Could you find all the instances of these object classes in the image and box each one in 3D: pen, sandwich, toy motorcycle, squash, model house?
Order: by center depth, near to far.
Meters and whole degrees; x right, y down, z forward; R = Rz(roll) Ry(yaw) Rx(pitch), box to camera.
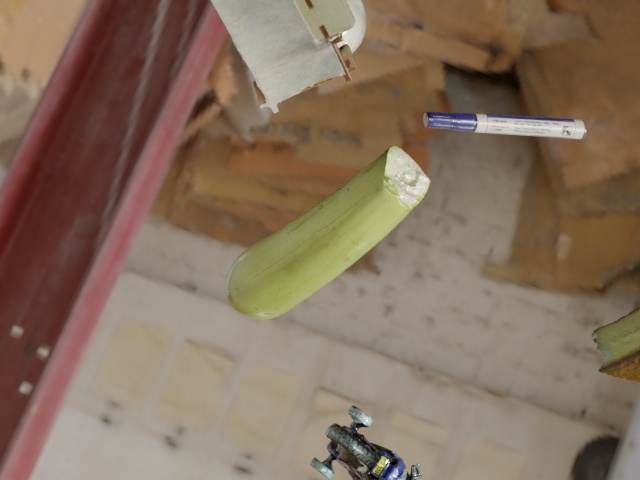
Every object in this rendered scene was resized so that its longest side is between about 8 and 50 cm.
[{"bbox_3d":[0.000,0.000,1.516,0.250,0.083,0.083,-37,129,23],"label":"squash"},{"bbox_3d":[0.443,0.100,1.679,0.258,0.094,0.096,-27,114,16],"label":"sandwich"},{"bbox_3d":[-0.073,-0.350,1.689,0.326,0.169,0.244,59,-172,-42],"label":"model house"},{"bbox_3d":[0.220,-0.139,1.760,0.204,0.025,0.025,3,169,-16],"label":"pen"},{"bbox_3d":[0.083,0.347,2.252,0.169,0.113,0.315,36,172,11],"label":"toy motorcycle"}]

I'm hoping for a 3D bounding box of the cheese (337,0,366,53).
[{"bbox_3d":[-0.021,-0.348,2.287,0.198,0.154,0.189,41,174,-14],"label":"cheese"}]
